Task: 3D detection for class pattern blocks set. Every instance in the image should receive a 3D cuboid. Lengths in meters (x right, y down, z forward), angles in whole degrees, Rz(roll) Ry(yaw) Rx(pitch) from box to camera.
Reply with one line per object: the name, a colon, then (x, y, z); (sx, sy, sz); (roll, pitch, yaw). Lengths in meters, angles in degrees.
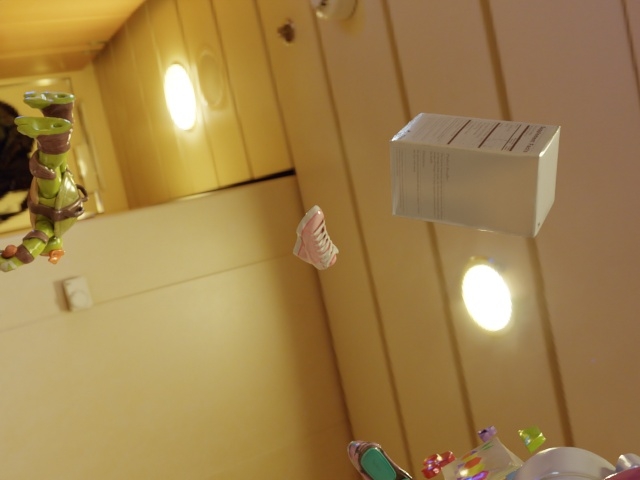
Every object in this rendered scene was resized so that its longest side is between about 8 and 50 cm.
pattern blocks set: (0.312, 0.452, 1.494); (0.026, 0.285, 0.325); (59, 12, -1)

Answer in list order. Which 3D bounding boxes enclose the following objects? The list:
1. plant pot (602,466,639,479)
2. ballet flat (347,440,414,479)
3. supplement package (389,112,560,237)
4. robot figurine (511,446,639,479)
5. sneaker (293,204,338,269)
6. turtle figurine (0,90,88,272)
plant pot: (0.244, 0.278, 0.493); (0.201, 0.180, 0.201); (10, -68, 26)
ballet flat: (0.125, 0.456, 1.440); (0.221, 0.077, 0.079); (53, -13, -19)
supplement package: (0.186, -0.083, 0.918); (0.179, 0.105, 0.105); (11, -58, 25)
robot figurine: (0.377, 0.430, 1.128); (0.200, 0.353, 0.300); (41, -80, 13)
sneaker: (0.000, 0.000, 1.172); (0.070, 0.051, 0.134); (36, -28, 11)
turtle figurine: (-0.322, -0.050, 0.891); (0.269, 0.087, 0.217); (-85, -171, -56)
